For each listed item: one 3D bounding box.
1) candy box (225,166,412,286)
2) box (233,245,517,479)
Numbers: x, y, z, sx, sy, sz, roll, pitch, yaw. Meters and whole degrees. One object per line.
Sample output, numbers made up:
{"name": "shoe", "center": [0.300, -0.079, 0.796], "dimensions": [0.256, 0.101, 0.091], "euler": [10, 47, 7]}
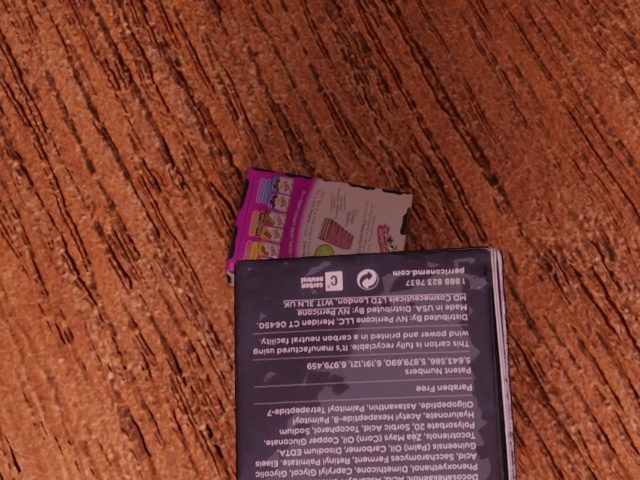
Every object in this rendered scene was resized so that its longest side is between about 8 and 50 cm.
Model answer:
{"name": "candy box", "center": [0.000, 0.000, 1.921], "dimensions": [0.234, 0.071, 0.159], "euler": [10, 72, 5]}
{"name": "box", "center": [0.065, 0.303, 1.606], "dimensions": [0.298, 0.480, 0.471], "euler": [-4, 71, 1]}
